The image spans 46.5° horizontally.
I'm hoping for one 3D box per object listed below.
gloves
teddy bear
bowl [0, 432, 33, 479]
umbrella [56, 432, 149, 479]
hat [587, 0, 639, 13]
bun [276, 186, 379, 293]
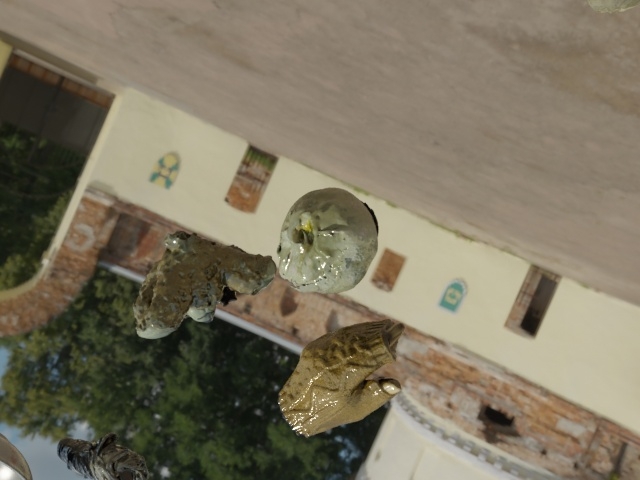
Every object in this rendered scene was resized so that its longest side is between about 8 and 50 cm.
[{"bbox_3d":[0.049,0.296,1.635,0.155,0.356,0.203,23,-148,-51],"label":"gloves"},{"bbox_3d":[-0.239,0.080,1.344,0.156,0.267,0.256,61,154,7],"label":"teddy bear"},{"bbox_3d":[-0.775,0.514,1.641,0.345,0.346,0.157,23,-150,-16],"label":"bowl"},{"bbox_3d":[-0.479,0.466,1.606,0.357,0.106,0.113,-7,122,52],"label":"umbrella"},{"bbox_3d":[0.561,-0.450,1.252,0.173,0.166,0.144,37,149,56],"label":"hat"},{"bbox_3d":[0.000,0.000,1.555,0.239,0.239,0.141,24,-174,43],"label":"bun"}]
